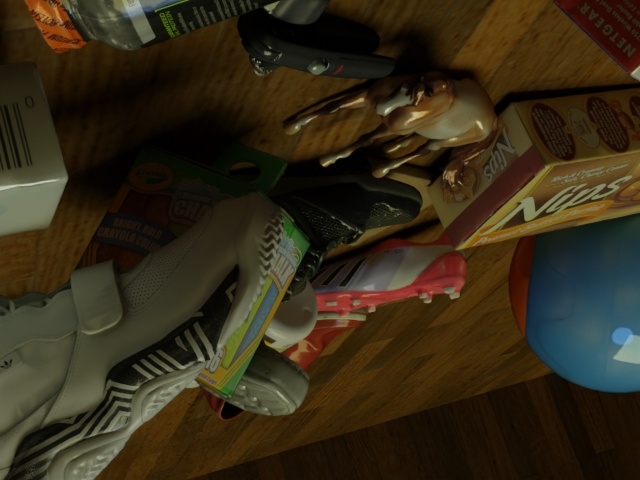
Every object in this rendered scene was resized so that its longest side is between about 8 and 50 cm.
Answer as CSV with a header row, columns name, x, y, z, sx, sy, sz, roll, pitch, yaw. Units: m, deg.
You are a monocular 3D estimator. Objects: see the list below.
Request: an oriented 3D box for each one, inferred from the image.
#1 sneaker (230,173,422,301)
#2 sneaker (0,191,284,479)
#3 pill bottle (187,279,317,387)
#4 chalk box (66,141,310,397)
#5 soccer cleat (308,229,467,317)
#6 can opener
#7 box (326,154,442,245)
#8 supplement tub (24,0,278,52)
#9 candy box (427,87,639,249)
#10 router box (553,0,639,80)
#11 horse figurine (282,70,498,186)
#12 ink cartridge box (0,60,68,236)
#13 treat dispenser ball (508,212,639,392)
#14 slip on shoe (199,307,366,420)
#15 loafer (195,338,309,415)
name,x,y,z,sx,sy,sz,roll,pitch,yaw
sneaker,0.000,0.000,1.184,0.228,0.130,0.087,-2,161,-21
sneaker,-0.206,0.058,0.854,0.366,0.210,0.137,-46,-170,-4
pill bottle,-0.111,0.109,1.473,0.117,0.117,0.215,-1,155,-46
chalk box,-0.106,0.007,1.040,0.132,0.213,0.132,20,168,27
soccer cleat,0.069,0.042,1.549,0.248,0.095,0.083,-8,162,13
can opener,0.003,-0.149,0.896,0.073,0.059,0.186,-29,160,28
box,0.044,-0.041,1.340,0.164,0.021,0.201,-29,161,29
supplement tub,-0.070,-0.175,0.637,0.190,0.117,0.117,-19,163,-1
candy box,0.300,-0.088,1.332,0.316,0.087,0.183,-9,156,-33
router box,0.356,-0.224,0.845,0.301,0.082,0.335,-49,152,21
horse figurine,0.094,-0.111,1.107,0.174,0.066,0.263,-23,161,33
ink cartridge box,-0.362,0.001,0.850,0.308,0.091,0.385,-13,169,-21
treat dispenser ball,0.399,0.061,1.581,0.288,0.288,0.288,-18,163,-6
slip on shoe,-0.055,0.181,1.787,0.331,0.101,0.123,-32,157,31
loafer,-0.113,0.082,1.186,0.111,0.319,0.112,-50,131,-15
